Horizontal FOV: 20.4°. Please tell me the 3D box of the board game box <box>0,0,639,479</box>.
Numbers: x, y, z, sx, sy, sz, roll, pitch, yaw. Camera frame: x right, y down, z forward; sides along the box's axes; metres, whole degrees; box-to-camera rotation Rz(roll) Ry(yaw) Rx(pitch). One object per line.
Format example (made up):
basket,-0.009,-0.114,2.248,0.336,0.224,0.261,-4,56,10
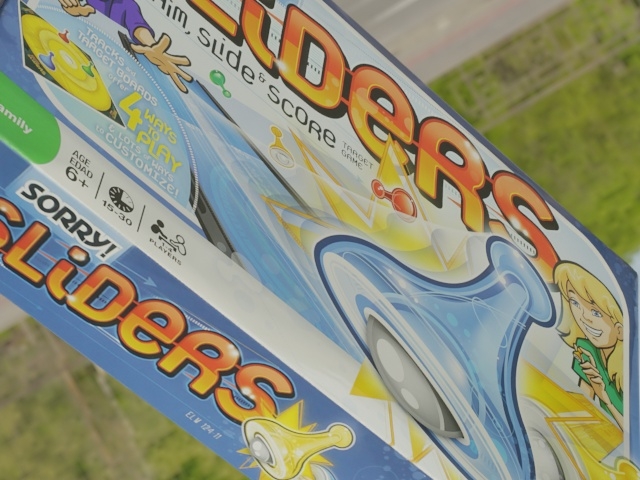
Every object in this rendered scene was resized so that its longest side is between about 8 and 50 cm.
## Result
board game box,0.000,0.000,0.433,0.035,0.201,0.136,-37,-155,31
